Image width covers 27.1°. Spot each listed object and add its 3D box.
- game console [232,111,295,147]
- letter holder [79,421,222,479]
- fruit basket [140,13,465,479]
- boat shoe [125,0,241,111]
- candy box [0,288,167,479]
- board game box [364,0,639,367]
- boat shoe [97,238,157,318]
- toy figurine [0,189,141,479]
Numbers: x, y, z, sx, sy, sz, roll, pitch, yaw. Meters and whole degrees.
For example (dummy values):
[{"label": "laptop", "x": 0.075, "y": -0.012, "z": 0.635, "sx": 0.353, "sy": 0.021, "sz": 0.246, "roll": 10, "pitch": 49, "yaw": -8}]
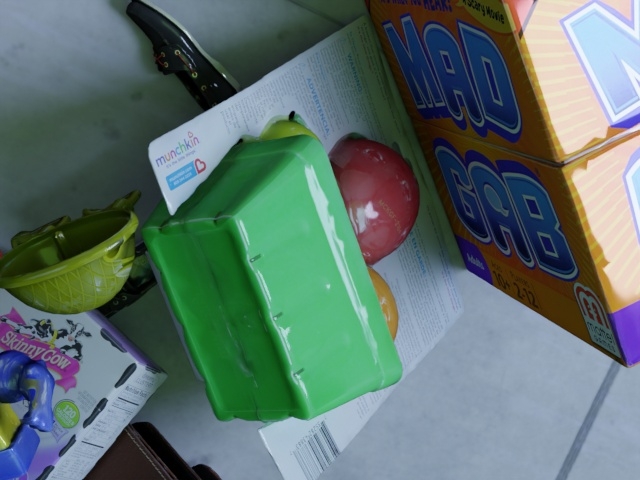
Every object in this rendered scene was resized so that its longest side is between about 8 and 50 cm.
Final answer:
[{"label": "game console", "x": -0.045, "y": -0.066, "z": 1.290, "sx": 0.107, "sy": 0.071, "sz": 0.122, "roll": -33, "pitch": 111, "yaw": -38}, {"label": "letter holder", "x": -0.240, "y": 0.307, "z": 1.258, "sx": 0.302, "sy": 0.214, "sz": 0.152, "roll": -50, "pitch": 140, "yaw": -1}, {"label": "fruit basket", "x": 0.000, "y": 0.000, "z": 1.203, "sx": 0.165, "sy": 0.353, "sz": 0.327, "roll": -10, "pitch": 110, "yaw": 31}, {"label": "boat shoe", "x": -0.131, "y": -0.170, "z": 1.225, "sx": 0.133, "sy": 0.049, "sz": 0.042, "roll": 45, "pitch": 80, "yaw": -23}, {"label": "candy box", "x": -0.264, "y": 0.140, "z": 1.197, "sx": 0.165, "sy": 0.070, "sz": 0.196, "roll": 39, "pitch": 89, "yaw": 24}, {"label": "board game box", "x": 0.289, "y": -0.160, "z": 1.176, "sx": 0.356, "sy": 0.356, "sz": 0.356, "roll": -25, "pitch": 107, "yaw": -9}, {"label": "boat shoe", "x": -0.187, "y": 0.038, "z": 1.258, "sx": 0.142, "sy": 0.040, "sz": 0.049, "roll": -39, "pitch": 108, "yaw": -5}, {"label": "toy figurine", "x": -0.281, "y": 0.123, "z": 1.123, "sx": 0.362, "sy": 0.191, "sz": 0.217, "roll": -19, "pitch": 99, "yaw": 4}]
